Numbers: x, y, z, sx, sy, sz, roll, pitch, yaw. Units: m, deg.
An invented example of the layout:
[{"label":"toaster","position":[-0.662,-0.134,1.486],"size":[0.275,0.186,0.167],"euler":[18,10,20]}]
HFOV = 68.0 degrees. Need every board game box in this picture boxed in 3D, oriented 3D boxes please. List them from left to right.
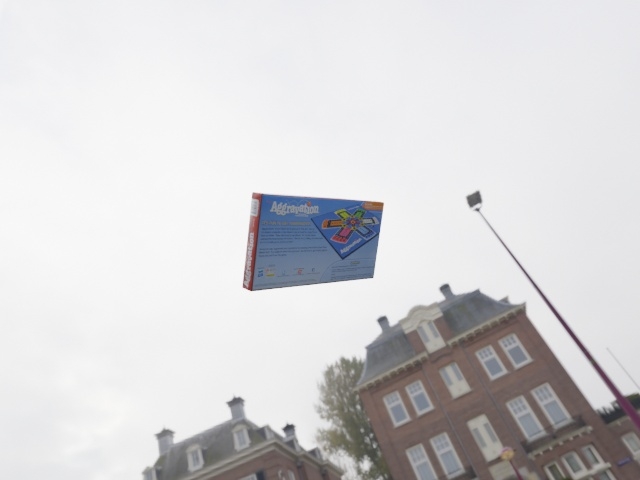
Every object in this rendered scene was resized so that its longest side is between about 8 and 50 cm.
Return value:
[{"label":"board game box","position":[0.000,0.000,0.780],"size":[0.281,0.027,0.145],"euler":[-1,-78,-45]}]
